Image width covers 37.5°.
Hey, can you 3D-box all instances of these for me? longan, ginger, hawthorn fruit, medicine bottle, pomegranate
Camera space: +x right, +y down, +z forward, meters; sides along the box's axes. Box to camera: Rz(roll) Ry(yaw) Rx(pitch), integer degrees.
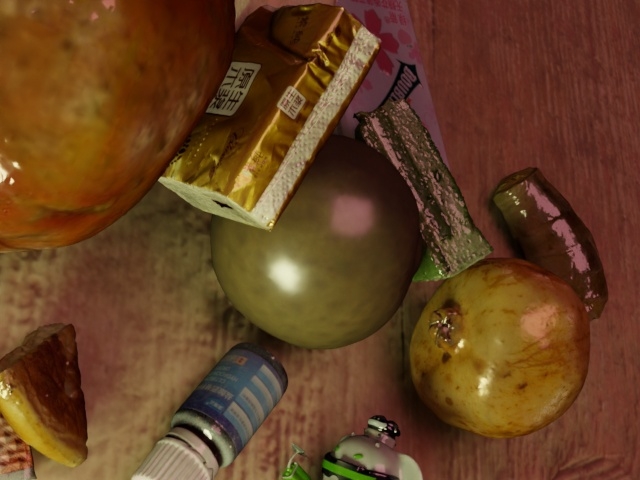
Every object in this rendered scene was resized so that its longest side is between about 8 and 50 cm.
[{"bbox_3d":[0.000,0.000,1.083,0.258,0.258,0.258,16,62,-34],"label":"longan"},{"bbox_3d":[0.368,0.007,1.482,0.263,0.116,0.109,60,7,3],"label":"ginger"},{"bbox_3d":[-0.286,-0.160,0.842,0.402,0.402,0.403,16,62,-34],"label":"hawthorn fruit"},{"bbox_3d":[-0.117,0.203,1.012,0.083,0.083,0.203,49,49,-12],"label":"medicine bottle"},{"bbox_3d":[0.230,0.139,1.223,0.248,0.248,0.248,16,62,-34],"label":"pomegranate"}]

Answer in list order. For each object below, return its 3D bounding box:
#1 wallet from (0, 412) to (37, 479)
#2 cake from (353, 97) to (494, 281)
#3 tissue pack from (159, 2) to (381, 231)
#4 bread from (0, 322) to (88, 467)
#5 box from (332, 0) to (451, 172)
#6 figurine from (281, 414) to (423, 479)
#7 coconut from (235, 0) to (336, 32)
[{"bbox_3d":[-0.362,0.191,0.858,0.196,0.020,0.103,-6,76,-41],"label":"wallet"},{"bbox_3d":[0.129,-0.062,1.178,0.100,0.099,0.235,-29,110,-30],"label":"cake"},{"bbox_3d":[-0.058,-0.132,0.964,0.092,0.183,0.226,35,80,-36],"label":"tissue pack"},{"bbox_3d":[-0.264,0.160,0.915,0.154,0.054,0.136,-62,134,-72],"label":"bread"},{"bbox_3d":[0.061,-0.228,1.321,0.190,0.112,0.370,-1,74,-41],"label":"box"},{"bbox_3d":[0.043,0.294,1.082,0.126,0.147,0.193,33,71,-47],"label":"figurine"},{"bbox_3d":[-0.093,-0.312,1.133,0.239,0.239,0.244,-26,126,-43],"label":"coconut"}]
